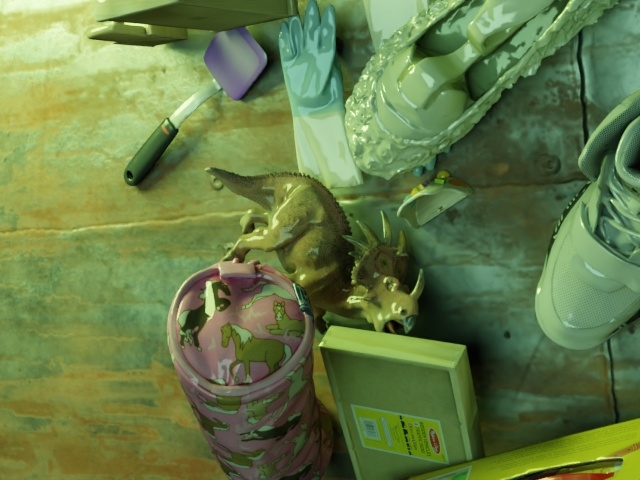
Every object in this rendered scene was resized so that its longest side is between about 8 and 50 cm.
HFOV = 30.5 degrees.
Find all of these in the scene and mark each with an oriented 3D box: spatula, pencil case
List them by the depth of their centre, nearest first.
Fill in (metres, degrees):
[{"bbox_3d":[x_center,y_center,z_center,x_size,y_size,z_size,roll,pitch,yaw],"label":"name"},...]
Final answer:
[{"bbox_3d":[-0.070,0.173,1.346,0.160,0.167,0.386,42,160,25],"label":"pencil case"},{"bbox_3d":[-0.174,-0.169,1.529,0.296,0.030,0.084,-43,77,29],"label":"spatula"}]

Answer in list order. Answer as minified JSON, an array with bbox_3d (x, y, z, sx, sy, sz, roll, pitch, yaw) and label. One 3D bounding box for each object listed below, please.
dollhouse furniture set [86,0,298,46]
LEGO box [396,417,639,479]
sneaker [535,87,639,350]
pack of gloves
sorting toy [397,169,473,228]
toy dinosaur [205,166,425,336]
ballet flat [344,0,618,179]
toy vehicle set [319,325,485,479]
[{"bbox_3d":[-0.187,-0.403,1.379,0.286,0.198,0.303,-3,91,39],"label":"dollhouse furniture set"},{"bbox_3d":[0.309,0.406,1.232,0.500,0.193,0.372,-22,102,30],"label":"LEGO box"},{"bbox_3d":[0.307,-0.028,1.184,0.137,0.210,0.365,37,115,19],"label":"sneaker"},{"bbox_3d":[0.056,-0.184,1.404,0.195,0.046,0.232,-5,102,21],"label":"pack of gloves"},{"bbox_3d":[0.122,-0.048,1.361,0.083,0.075,0.044,-34,82,29],"label":"sorting toy"},{"bbox_3d":[0.000,0.000,1.402,0.200,0.127,0.295,-37,85,29],"label":"toy dinosaur"},{"bbox_3d":[0.160,-0.214,1.261,0.409,0.147,0.147,-42,79,25],"label":"ballet flat"},{"bbox_3d":[0.104,0.218,1.372,0.166,0.035,0.266,7,132,26],"label":"toy vehicle set"}]
